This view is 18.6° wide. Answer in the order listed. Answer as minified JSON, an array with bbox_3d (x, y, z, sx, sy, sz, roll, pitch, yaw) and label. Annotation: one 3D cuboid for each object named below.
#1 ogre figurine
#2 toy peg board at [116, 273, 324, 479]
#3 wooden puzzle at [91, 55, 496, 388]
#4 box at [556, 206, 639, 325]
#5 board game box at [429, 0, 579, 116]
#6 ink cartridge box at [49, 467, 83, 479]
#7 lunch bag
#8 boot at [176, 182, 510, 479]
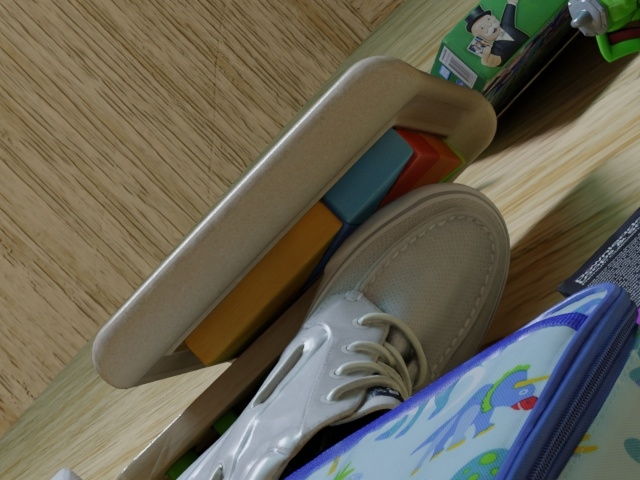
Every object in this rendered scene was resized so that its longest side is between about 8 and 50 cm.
[{"bbox_3d":[0.217,-0.173,1.237,0.118,0.097,0.197,-24,29,19],"label":"ogre figurine"},{"bbox_3d":[-0.017,0.106,1.095,0.161,0.079,0.160,-44,-9,-1],"label":"toy peg board"},{"bbox_3d":[0.000,0.000,1.057,0.221,0.044,0.238,-46,-14,10],"label":"wooden puzzle"},{"bbox_3d":[0.160,-0.005,0.787,0.116,0.029,0.162,-45,8,-1],"label":"box"},{"bbox_3d":[0.162,-0.168,1.475,0.213,0.046,0.317,-47,-5,-9],"label":"board game box"},{"bbox_3d":[-0.176,0.232,1.151,0.158,0.092,0.218,-46,5,-3],"label":"ink cartridge box"},{"bbox_3d":[0.027,0.115,0.620,0.219,0.090,0.176,-38,7,43],"label":"lunch bag"},{"bbox_3d":[0.025,0.078,0.932,0.258,0.095,0.123,-54,16,-14],"label":"boot"}]
